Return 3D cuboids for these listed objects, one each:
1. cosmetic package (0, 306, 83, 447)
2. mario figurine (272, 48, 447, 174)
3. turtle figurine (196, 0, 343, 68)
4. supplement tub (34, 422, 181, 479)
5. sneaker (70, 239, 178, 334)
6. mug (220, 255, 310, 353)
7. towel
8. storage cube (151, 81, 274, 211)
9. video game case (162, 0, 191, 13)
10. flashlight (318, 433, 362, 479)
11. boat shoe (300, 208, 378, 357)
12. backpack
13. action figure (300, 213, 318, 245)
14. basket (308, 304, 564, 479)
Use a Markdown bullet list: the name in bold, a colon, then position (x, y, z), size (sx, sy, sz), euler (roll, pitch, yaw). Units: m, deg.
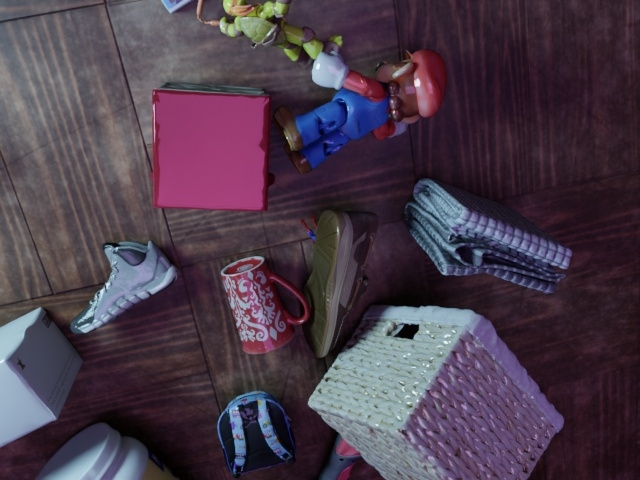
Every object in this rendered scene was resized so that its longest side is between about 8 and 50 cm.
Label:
- **cosmetic package**: position (-0.670, 0.305, 1.106), size (0.385, 0.217, 0.156), euler (-25, 111, 2)
- **mario figurine**: position (0.071, -0.250, 1.052), size (0.321, 0.198, 0.170), euler (-26, 91, -6)
- **turtle figurine**: position (-0.071, -0.353, 0.971), size (0.217, 0.270, 0.087), euler (18, 75, -37)
- **supplement tub**: position (-0.405, 0.563, 1.225), size (0.241, 0.241, 0.331), euler (-35, 111, 4)
- **sneaker**: position (-0.402, 0.073, 1.143), size (0.229, 0.086, 0.132), euler (-32, 107, -8)
- **mug**: position (-0.113, 0.119, 1.192), size (0.150, 0.113, 0.169), euler (-23, 108, -17)
- **towel**: position (0.300, -0.006, 1.113), size (0.235, 0.283, 0.121), euler (18, 106, -14)
- **storage cube**: position (-0.184, -0.167, 1.032), size (0.215, 0.183, 0.193), euler (1, 108, -9)
- **video game case**: position (-0.220, -0.515, 0.988), size (0.201, 0.023, 0.183), euler (-32, 111, 2)
- **flashlight**: position (0.057, 0.527, 1.366), size (0.103, 0.103, 0.303), euler (-5, 121, -51)
- **boat shoe**: position (0.045, 0.091, 1.189), size (0.123, 0.123, 0.341), euler (-6, 121, -26)
- **backpack**: position (-0.142, 0.398, 1.273), size (0.158, 0.117, 0.173), euler (-14, 111, -4)
- **action figure**: position (0.000, 0.000, 1.203), size (0.038, 0.030, 0.115), euler (-25, 116, 6)
- **basket**: position (0.212, 0.323, 1.152), size (0.331, 0.328, 0.266), euler (49, 64, -19)
